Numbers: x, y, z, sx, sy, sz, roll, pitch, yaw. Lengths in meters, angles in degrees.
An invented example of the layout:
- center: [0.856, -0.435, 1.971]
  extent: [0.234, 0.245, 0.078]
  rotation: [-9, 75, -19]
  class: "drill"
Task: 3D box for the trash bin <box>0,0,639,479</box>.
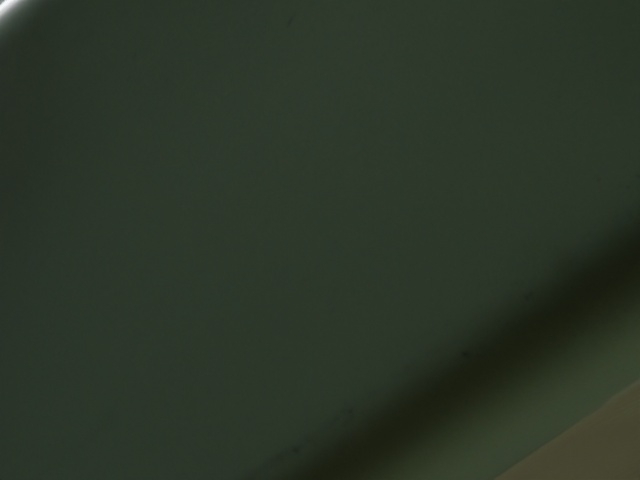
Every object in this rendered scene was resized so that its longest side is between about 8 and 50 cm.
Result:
- center: [0.000, 0.000, 0.596]
  extent: [0.158, 0.343, 0.223]
  rotation: [4, 55, -51]
  class: "trash bin"
